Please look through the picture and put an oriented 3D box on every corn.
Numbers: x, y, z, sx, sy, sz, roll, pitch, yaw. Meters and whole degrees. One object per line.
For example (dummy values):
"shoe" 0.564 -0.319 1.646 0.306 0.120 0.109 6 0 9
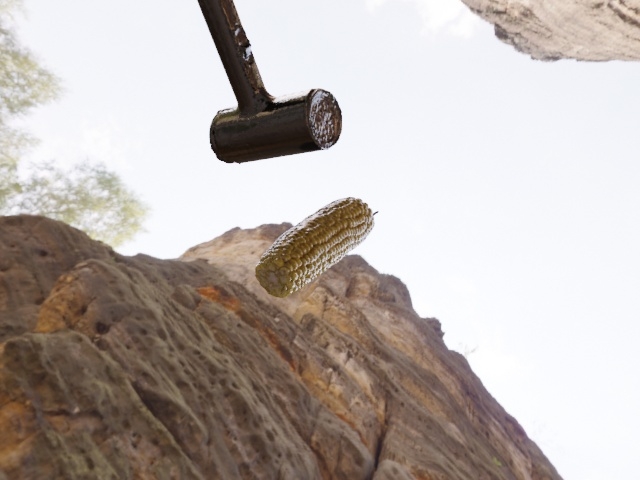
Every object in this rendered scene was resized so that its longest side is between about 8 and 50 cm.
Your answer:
"corn" 0.000 0.000 0.804 0.101 0.310 0.101 18 -56 30

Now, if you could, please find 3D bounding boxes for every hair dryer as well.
"hair dryer" -0.098 -0.224 0.623 0.197 0.089 0.251 2 -50 36
